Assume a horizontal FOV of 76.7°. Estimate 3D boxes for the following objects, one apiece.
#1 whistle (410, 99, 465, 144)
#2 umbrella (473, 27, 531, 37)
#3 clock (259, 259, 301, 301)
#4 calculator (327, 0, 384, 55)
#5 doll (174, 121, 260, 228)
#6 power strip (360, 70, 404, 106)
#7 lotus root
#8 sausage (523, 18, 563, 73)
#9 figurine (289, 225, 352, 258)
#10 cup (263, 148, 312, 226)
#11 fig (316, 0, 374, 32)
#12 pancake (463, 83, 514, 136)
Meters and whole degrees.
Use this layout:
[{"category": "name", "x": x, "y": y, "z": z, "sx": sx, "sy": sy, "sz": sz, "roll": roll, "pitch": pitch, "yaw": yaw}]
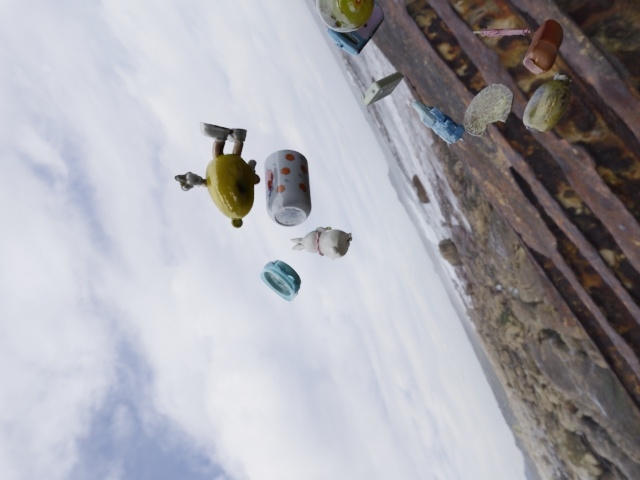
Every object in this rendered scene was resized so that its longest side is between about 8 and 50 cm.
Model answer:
[{"category": "whistle", "x": 0.492, "y": -0.499, "z": 1.688, "sx": 0.269, "sy": 0.093, "sz": 0.180, "roll": 36, "pitch": -166, "yaw": -10}, {"category": "umbrella", "x": 0.521, "y": -0.600, "z": 1.168, "sx": 0.027, "sy": 0.165, "sz": 0.025, "roll": -13, "pitch": -63, "yaw": -44}, {"category": "clock", "x": -0.192, "y": 0.194, "z": 2.063, "sx": 0.224, "sy": 0.094, "sz": 0.274, "roll": 40, "pitch": 151, "yaw": 2}, {"category": "calculator", "x": 0.145, "y": -0.894, "z": 1.670, "sx": 0.173, "sy": 0.293, "sz": 0.051, "roll": 36, "pitch": 163, "yaw": -10}, {"category": "doll", "x": -0.410, "y": -0.302, "z": 1.731, "sx": 0.348, "sy": 0.161, "sz": 0.422, "roll": 27, "pitch": -104, "yaw": -30}, {"category": "power strip", "x": 0.275, "y": -0.675, "z": 1.799, "sx": 0.046, "sy": 0.118, "sz": 0.270, "roll": 50, "pitch": -132, "yaw": 1}, {"category": "lotus root", "x": 0.957, "y": -0.585, "z": 1.687, "sx": 0.154, "sy": 0.277, "sz": 0.154, "roll": 24, "pitch": -162, "yaw": -8}, {"category": "sausage", "x": 0.734, "y": -0.631, "z": 1.330, "sx": 0.089, "sy": 0.083, "sz": 0.300, "roll": 41, "pitch": -122, "yaw": -9}, {"category": "figurine", "x": 0.000, "y": 0.000, "z": 1.716, "sx": 0.155, "sy": 0.236, "sz": 0.127, "roll": -53, "pitch": -42, "yaw": -38}, {"category": "cup", "x": -0.146, "y": -0.230, "z": 1.849, "sx": 0.212, "sy": 0.213, "sz": 0.317, "roll": 46, "pitch": -151, "yaw": -50}, {"category": "fig", "x": 0.076, "y": -0.867, "z": 1.474, "sx": 0.230, "sy": 0.207, "sz": 0.207, "roll": 21, "pitch": 162, "yaw": 40}, {"category": "pancake", "x": 0.704, "y": -0.551, "z": 1.707, "sx": 0.029, "sy": 0.235, "sz": 0.211, "roll": 11, "pitch": -111, "yaw": -33}]
